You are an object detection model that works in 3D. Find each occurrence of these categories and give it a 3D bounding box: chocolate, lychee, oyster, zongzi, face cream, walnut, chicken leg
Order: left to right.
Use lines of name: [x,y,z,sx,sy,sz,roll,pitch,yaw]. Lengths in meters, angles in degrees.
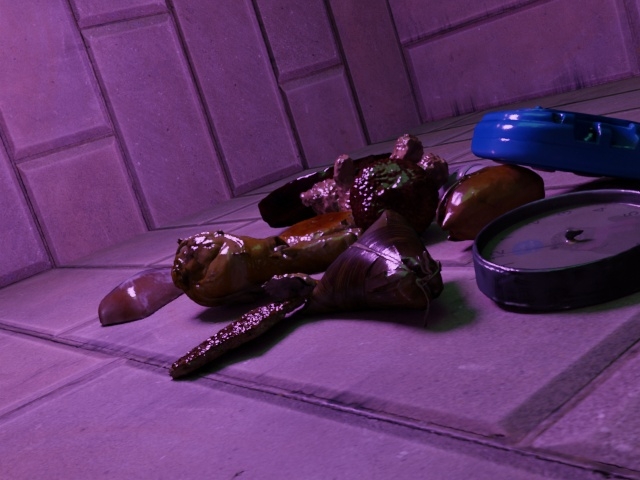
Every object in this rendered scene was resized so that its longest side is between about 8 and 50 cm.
chocolate: [-0.410,0.110,1.768,0.157,0.080,0.254,-12,12,26]
chicken leg: [-0.090,0.038,1.476,0.429,0.153,0.201,-9,4,8]
oyster: [-0.028,0.082,1.297,0.146,0.045,0.121,5,-9,-2]
zongzi: [0.070,0.086,1.146,0.241,0.111,0.247,-44,18,9]
lychee: [0.150,-0.079,1.565,0.194,0.194,0.194,-17,11,3]
face cream: [0.329,-0.135,1.808,0.143,0.089,0.314,-35,12,-13]
walnut: [0.312,-0.068,1.377,0.245,0.137,0.137,-16,9,-28]

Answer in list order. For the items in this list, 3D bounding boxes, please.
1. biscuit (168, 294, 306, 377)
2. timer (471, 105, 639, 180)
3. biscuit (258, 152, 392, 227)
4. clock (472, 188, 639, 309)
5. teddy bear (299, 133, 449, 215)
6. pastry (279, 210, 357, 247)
biscuit: [-0.132,0.148,1.221,0.131,0.026,0.237,-24,4,36]
timer: [0.473,-0.181,1.440,0.340,0.115,0.309,7,8,-5]
biscuit: [0.030,-0.127,2.075,0.407,0.091,0.407,-19,-5,-2]
clock: [0.345,0.004,1.050,0.280,0.055,0.280,-16,19,6]
teddy bear: [0.125,-0.131,1.782,0.296,0.246,0.222,-51,42,10]
pastry: [0.000,0.000,1.633,0.192,0.093,0.182,-20,13,-13]
